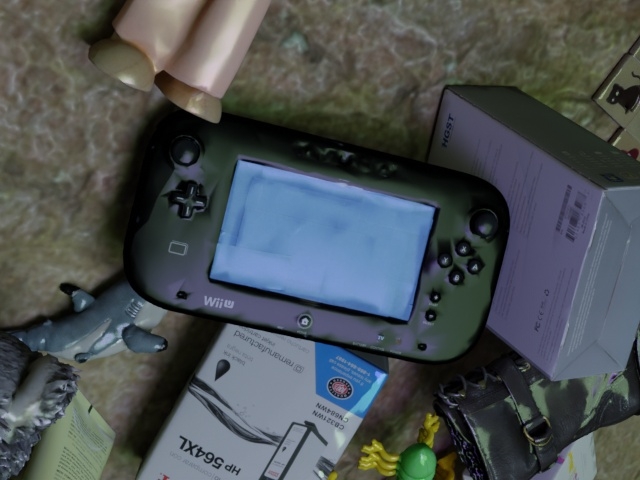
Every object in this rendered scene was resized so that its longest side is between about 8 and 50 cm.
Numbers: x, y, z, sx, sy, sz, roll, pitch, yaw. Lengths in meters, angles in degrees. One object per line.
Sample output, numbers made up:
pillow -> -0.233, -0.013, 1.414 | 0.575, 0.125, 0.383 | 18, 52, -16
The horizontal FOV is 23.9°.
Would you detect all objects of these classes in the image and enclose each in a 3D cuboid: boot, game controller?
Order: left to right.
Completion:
game controller -> 0.000, 0.000, 1.255 | 0.319, 0.067, 0.166 | 13, 85, -15
boot -> 0.209, 0.111, 1.471 | 0.229, 0.091, 0.263 | -23, 99, -18

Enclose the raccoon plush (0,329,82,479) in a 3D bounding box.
raccoon plush -> -0.318, 0.267, 1.160 | 0.299, 0.216, 0.446 | -14, 111, -29

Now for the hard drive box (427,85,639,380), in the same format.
hard drive box -> 0.187, -0.013, 1.337 | 0.089, 0.232, 0.181 | -4, 119, -32

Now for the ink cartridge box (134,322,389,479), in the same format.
ink cartridge box -> -0.052, 0.158, 1.335 | 0.148, 0.086, 0.203 | 29, 100, -5

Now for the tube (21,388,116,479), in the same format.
tube -> -0.228, 0.233, 1.251 | 0.062, 0.240, 0.070 | 21, 142, -6

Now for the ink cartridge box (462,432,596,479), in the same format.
ink cartridge box -> 0.213, 0.247, 1.562 | 0.143, 0.092, 0.090 | -49, 140, -38

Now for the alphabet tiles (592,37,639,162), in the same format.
alphabet tiles -> 0.422, -0.132, 1.571 | 0.342, 0.011, 0.285 | 34, 95, -41

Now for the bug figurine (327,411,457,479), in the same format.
bug figurine -> 0.039, 0.284, 1.495 | 0.279, 0.072, 0.216 | -25, 147, -18

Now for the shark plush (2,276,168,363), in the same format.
shark plush -> -0.200, 0.064, 1.266 | 0.161, 0.073, 0.067 | -10, 103, -5

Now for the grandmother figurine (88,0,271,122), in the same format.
grandmother figurine -> -0.034, -0.258, 1.140 | 0.208, 0.104, 0.342 | 18, 108, -48
